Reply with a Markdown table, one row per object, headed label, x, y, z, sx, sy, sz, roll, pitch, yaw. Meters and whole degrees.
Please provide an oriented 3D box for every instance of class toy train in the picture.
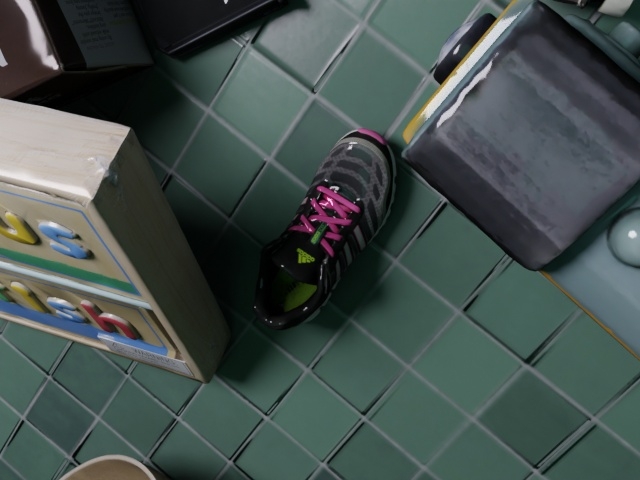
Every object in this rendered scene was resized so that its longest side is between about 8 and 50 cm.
| label | x | y | z | sx | sy | sz | roll | pitch | yaw |
| --- | --- | --- | --- | --- | --- | --- | --- | --- | --- |
| toy train | 0.188 | -0.001 | 0.400 | 0.334 | 0.190 | 0.142 | 44 | 114 | 3 |

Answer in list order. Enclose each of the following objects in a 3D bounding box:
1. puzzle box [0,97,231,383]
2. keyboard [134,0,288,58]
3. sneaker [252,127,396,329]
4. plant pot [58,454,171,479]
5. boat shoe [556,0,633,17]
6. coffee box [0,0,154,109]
| label | x | y | z | sx | sy | sz | roll | pitch | yaw |
| --- | --- | --- | --- | --- | --- | --- | --- | --- | --- |
| puzzle box | -0.283 | -0.017 | 0.542 | 0.408 | 0.052 | 0.272 | 13 | 150 | 15 |
| keyboard | -0.094 | -0.308 | 0.499 | 0.201 | 0.033 | 0.317 | -17 | 100 | 29 |
| sneaker | 0.000 | 0.000 | 0.528 | 0.063 | 0.075 | 0.170 | 33 | 112 | 8 |
| plant pot | -0.146 | 0.347 | 0.595 | 0.284 | 0.284 | 0.191 | -34 | 128 | 24 |
| boat shoe | 0.175 | -0.244 | 0.396 | 0.068 | 0.081 | 0.228 | 18 | 112 | 9 |
| coffee box | -0.267 | -0.236 | 0.529 | 0.168 | 0.119 | 0.297 | -18 | 98 | 23 |
